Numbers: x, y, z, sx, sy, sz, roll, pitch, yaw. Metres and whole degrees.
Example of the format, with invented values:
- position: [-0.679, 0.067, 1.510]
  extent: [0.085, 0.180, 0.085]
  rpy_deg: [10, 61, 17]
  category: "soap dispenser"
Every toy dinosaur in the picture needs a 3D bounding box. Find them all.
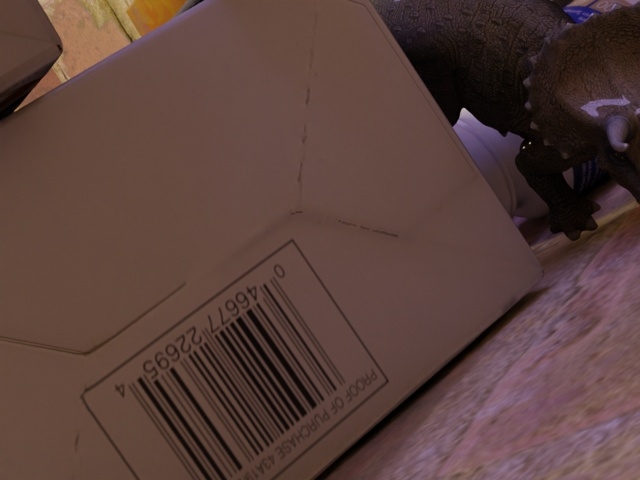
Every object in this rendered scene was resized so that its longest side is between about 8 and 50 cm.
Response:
- position: [0.098, -0.097, 0.785]
  extent: [0.121, 0.313, 0.160]
  rpy_deg: [-48, -33, -18]
  category: "toy dinosaur"

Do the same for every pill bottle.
- position: [0.148, -0.080, 0.935]
  extent: [0.186, 0.112, 0.112]
  rpy_deg: [-35, 6, -22]
  category: "pill bottle"

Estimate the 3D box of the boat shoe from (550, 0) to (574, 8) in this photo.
- position: [0.154, -0.140, 1.256]
  extent: [0.095, 0.112, 0.335]
  rpy_deg: [-26, -13, -15]
  category: "boat shoe"

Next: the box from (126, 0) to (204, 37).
- position: [-0.052, -0.146, 0.734]
  extent: [0.081, 0.028, 0.136]
  rpy_deg: [-34, 4, -18]
  category: "box"

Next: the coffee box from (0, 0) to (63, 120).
- position: [-0.222, -0.070, 0.652]
  extent: [0.141, 0.098, 0.246]
  rpy_deg: [-35, 8, -19]
  category: "coffee box"

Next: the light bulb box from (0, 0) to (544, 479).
- position: [-0.141, 0.054, 0.787]
  extent: [0.358, 0.225, 0.361]
  rpy_deg: [-36, 6, -30]
  category: "light bulb box"
